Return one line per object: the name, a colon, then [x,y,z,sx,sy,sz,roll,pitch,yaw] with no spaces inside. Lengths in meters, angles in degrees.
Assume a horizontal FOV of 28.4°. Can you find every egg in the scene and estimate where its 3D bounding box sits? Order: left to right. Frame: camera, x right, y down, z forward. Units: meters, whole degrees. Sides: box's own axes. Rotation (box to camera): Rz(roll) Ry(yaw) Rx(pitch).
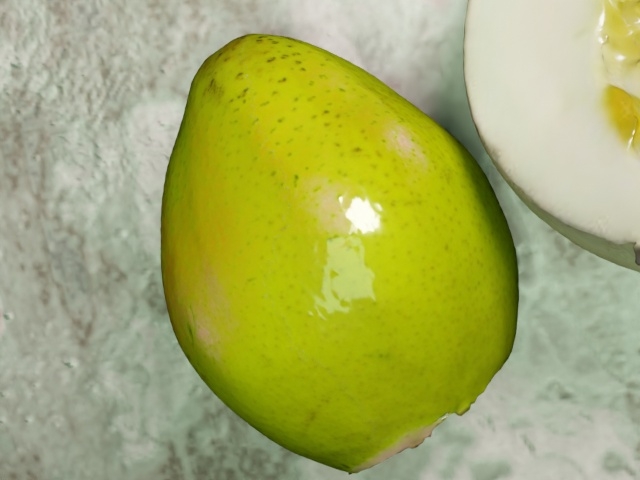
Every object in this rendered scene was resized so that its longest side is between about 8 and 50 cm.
egg: [0.193,-0.093,0.605,0.206,0.162,0.271,6,74,40]

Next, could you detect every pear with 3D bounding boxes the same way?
pear: [0.000,0.000,0.660,0.187,0.187,0.219,-36,90,18]
